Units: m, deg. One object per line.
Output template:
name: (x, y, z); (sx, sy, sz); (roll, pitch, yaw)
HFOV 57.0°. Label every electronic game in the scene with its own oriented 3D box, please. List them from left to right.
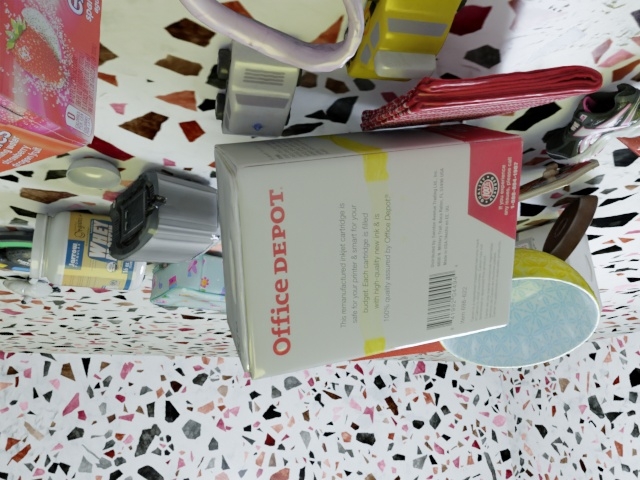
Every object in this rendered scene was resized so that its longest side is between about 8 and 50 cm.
electronic game: (-0.640, 0.031, 1.295); (0.229, 0.048, 0.229); (-2, 160, -1)

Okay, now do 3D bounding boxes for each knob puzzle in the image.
knob puzzle: (0.361, -0.102, 0.968); (0.213, 0.030, 0.213); (-25, -179, 1)

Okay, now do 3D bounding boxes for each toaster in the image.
toaster: (-0.267, -0.037, 1.034); (0.146, 0.129, 0.227); (8, 156, -38)

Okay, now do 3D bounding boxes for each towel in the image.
towel: (0.166, -0.162, 0.695); (0.198, 0.031, 0.275); (-7, -173, -8)

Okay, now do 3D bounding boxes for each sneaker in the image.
sneaker: (0.386, -0.173, 0.837); (0.077, 0.072, 0.178); (30, 152, -16)

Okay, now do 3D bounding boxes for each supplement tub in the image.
supplement tub: (-0.445, 0.020, 1.140); (0.199, 0.144, 0.144); (6, 159, -25)

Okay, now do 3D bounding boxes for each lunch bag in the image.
lunch bag: (-0.279, 0.110, 1.472); (0.279, 0.108, 0.224); (13, 160, -34)

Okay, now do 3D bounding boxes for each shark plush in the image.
shark plush: (-0.757, 0.120, 1.573); (0.067, 0.073, 0.161); (11, -172, 23)

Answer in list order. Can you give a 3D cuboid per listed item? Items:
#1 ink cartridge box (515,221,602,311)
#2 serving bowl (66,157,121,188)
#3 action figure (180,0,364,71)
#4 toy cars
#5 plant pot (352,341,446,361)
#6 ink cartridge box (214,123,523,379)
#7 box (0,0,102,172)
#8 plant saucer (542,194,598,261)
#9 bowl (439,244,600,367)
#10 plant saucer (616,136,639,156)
ink cartridge box: (0.468, 0.092, 1.360); (0.117, 0.207, 0.283); (14, 155, -42)
serving bowl: (-0.364, -0.112, 0.951); (0.083, 0.027, 0.083); (-2, 160, -1)
action figure: (0.003, -0.274, 0.209); (0.248, 0.276, 0.370); (13, 170, -23)
toy cars: (0.004, -0.190, 0.683); (0.393, 0.087, 0.176); (-16, 156, 34)
plant pot: (0.126, 0.081, 1.248); (0.267, 0.267, 0.236); (-13, 147, 28)
ink cartridge box: (0.061, -0.002, 0.806); (0.384, 0.279, 0.160); (-8, -159, -18)
box: (-0.240, -0.187, 0.407); (0.128, 0.257, 0.122); (-10, 161, 21)
plant saucer: (0.481, -0.021, 1.153); (0.029, 0.168, 0.168); (30, 162, 7)
bowl: (0.360, 0.101, 1.125); (0.289, 0.156, 0.289); (2, 137, 1)
plant saucer: (0.616, -0.163, 0.894); (0.258, 0.048, 0.259); (15, 153, -41)
